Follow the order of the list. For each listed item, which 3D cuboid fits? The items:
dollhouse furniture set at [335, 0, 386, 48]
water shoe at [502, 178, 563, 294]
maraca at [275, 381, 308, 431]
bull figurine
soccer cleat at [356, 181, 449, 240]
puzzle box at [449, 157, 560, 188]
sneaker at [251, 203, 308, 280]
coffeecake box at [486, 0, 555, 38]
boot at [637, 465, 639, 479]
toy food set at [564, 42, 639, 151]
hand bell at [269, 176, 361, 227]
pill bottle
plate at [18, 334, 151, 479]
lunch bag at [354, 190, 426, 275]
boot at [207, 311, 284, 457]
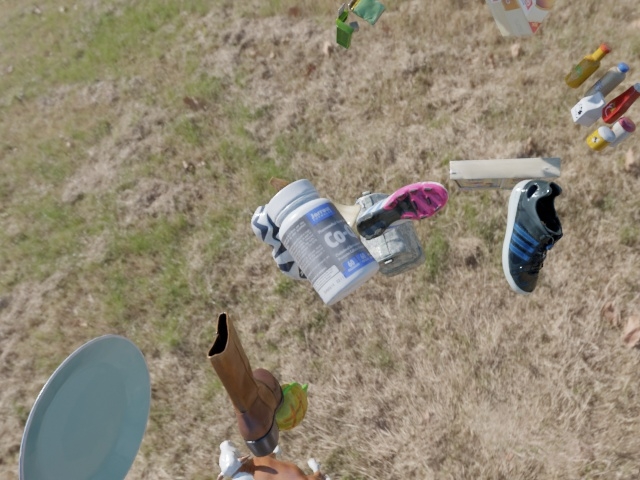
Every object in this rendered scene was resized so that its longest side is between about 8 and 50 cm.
[{"bbox_3d":[0.087,-0.516,1.052,0.076,0.058,0.152,34,78,5],"label":"dollhouse furniture set"},{"bbox_3d":[0.363,-0.001,0.787,0.072,0.203,0.080,-8,10,-27],"label":"water shoe"},{"bbox_3d":[-0.078,0.428,1.197,0.099,0.185,0.127,19,85,24],"label":"maraca"},{"bbox_3d":[-0.107,0.583,1.141,0.310,0.188,0.101,23,90,10],"label":"bull figurine"},{"bbox_3d":[0.251,-0.110,1.437,0.331,0.116,0.143,-25,14,38],"label":"soccer cleat"},{"bbox_3d":[0.536,-0.189,1.377,0.271,0.409,0.052,2,92,20],"label":"puzzle box"},{"bbox_3d":[-0.025,0.006,1.000,0.152,0.235,0.094,-5,43,32],"label":"sneaker"},{"bbox_3d":[0.388,-0.501,0.860,0.186,0.142,0.068,-55,35,-9],"label":"coffeecake box"},{"bbox_3d":[0.815,0.499,0.925,0.284,0.138,0.377,16,52,35],"label":"boot"},{"bbox_3d":[0.617,-0.301,0.986,0.111,0.104,0.232,16,55,-12],"label":"toy food set"},{"bbox_3d":[-0.026,-0.098,1.216,0.241,0.126,0.126,30,68,-5],"label":"hand bell"},{"bbox_3d":[0.000,0.000,0.547,0.078,0.078,0.137,-35,78,-5],"label":"pill bottle"},{"bbox_3d":[-0.244,0.194,0.489,0.024,0.188,0.188,2,60,15],"label":"plate"},{"bbox_3d":[0.262,-0.029,1.851,0.212,0.256,0.305,-24,66,18],"label":"lunch bag"},{"bbox_3d":[-0.176,0.284,1.022,0.096,0.281,0.264,-18,20,7],"label":"boot"}]
